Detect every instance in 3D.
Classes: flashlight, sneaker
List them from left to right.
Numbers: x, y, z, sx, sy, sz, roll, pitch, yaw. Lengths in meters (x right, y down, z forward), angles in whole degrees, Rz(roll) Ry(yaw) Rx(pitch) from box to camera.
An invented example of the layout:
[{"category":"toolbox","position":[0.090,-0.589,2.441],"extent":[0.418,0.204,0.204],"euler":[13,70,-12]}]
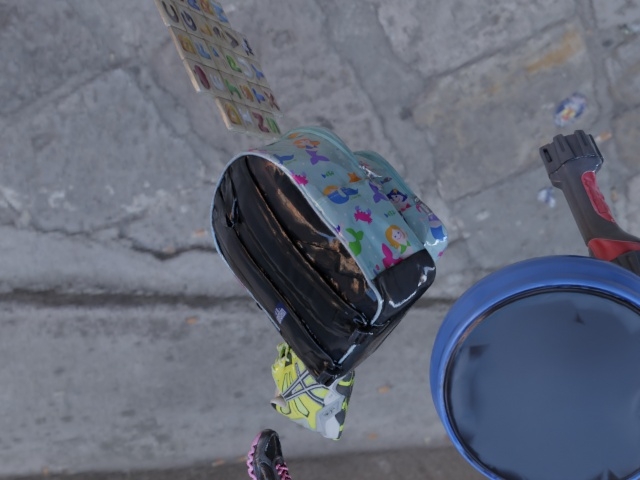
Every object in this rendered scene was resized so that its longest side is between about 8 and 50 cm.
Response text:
[{"category":"sneaker","position":[-0.040,0.249,0.977],"extent":[0.057,0.119,0.047],"euler":[-6,176,32]},{"category":"sneaker","position":[-0.012,0.210,1.677],"extent":[0.147,0.145,0.385],"euler":[12,133,5]},{"category":"flashlight","position":[0.473,-0.048,1.626],"extent":[0.103,0.304,0.103],"euler":[13,141,-37]}]

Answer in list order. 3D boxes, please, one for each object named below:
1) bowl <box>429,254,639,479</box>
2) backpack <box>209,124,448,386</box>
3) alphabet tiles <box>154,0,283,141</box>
[{"category":"bowl","position":[0.357,0.215,1.451],"extent":[0.391,0.077,0.391],"euler":[3,111,8]},{"category":"backpack","position":[0.000,0.000,1.089],"extent":[0.191,0.253,0.225],"euler":[-35,164,-38]},{"category":"alphabet tiles","position":[-0.161,-0.299,1.623],"extent":[0.011,0.285,0.342],"euler":[-27,172,18]}]
